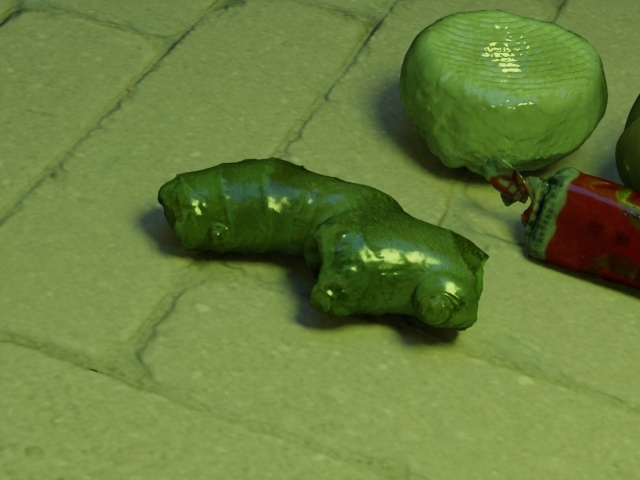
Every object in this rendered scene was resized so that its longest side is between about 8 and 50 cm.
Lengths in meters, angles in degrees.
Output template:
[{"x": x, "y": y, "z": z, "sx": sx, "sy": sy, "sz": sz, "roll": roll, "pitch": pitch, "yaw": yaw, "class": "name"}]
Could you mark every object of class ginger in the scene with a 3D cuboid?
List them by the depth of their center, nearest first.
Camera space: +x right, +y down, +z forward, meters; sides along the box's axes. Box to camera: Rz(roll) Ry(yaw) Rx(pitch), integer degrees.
[{"x": 0.005, "y": 0.000, "z": 1.336, "sx": 0.290, "sy": 0.089, "sz": 0.137, "roll": 28, "pitch": 57, "yaw": 19, "class": "ginger"}]

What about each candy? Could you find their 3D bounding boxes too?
[{"x": 0.267, "y": 0.000, "z": 1.400, "sx": 0.292, "sy": 0.086, "sz": 0.059, "roll": 21, "pitch": 29, "yaw": 15, "class": "candy"}]

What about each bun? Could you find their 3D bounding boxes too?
[{"x": 0.172, "y": -0.133, "z": 1.537, "sx": 0.195, "sy": 0.118, "sz": 0.195, "roll": 2, "pitch": 39, "yaw": -2, "class": "bun"}]

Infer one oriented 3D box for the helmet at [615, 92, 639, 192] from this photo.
[{"x": 0.344, "y": -0.069, "z": 1.473, "sx": 0.257, "sy": 0.137, "sz": 0.204, "roll": 26, "pitch": 40, "yaw": -58, "class": "helmet"}]
